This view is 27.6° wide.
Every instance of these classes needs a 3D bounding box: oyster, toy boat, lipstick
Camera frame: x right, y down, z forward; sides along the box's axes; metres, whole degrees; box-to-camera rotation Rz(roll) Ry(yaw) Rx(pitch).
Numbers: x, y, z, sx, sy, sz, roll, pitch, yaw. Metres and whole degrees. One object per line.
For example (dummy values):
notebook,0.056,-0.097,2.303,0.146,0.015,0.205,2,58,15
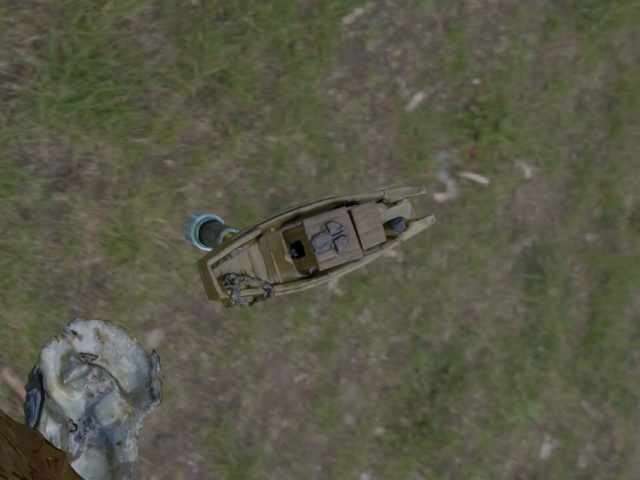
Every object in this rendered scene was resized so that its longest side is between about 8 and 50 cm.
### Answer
oyster,-0.239,0.217,1.202,0.129,0.078,0.345,32,48,-24
toy boat,0.000,0.000,0.992,0.206,0.072,0.064,-21,92,-31
lipstick,-0.092,-0.004,1.172,0.037,0.116,0.037,-3,98,-21

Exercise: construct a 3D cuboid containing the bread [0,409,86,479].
bread,-0.235,0.246,0.884,0.167,0.324,0.277,-44,110,2
